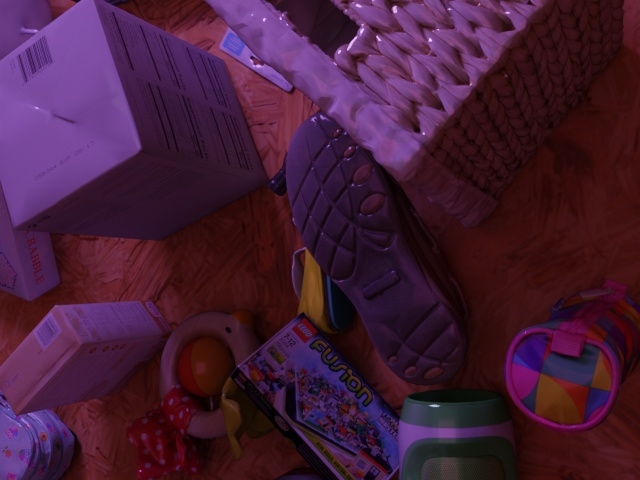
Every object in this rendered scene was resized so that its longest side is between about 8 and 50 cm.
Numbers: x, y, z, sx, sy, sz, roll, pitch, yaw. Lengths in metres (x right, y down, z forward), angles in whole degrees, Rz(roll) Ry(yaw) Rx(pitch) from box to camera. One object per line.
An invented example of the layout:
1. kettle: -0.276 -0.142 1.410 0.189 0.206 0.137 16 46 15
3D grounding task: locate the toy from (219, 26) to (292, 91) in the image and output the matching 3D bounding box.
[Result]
1. toy: -0.044 -0.332 0.960 0.137 0.056 0.237 36 103 24

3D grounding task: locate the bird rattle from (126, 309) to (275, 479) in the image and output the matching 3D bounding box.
1. bird rattle: -0.144 0.198 0.975 0.253 0.143 0.207 -21 67 37

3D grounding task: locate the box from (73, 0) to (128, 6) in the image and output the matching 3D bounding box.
1. box: -0.233 -0.488 1.048 0.307 0.076 0.242 -11 83 25

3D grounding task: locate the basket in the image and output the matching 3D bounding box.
1. basket: 0.100 -0.226 0.744 0.266 0.331 0.328 -48 70 10

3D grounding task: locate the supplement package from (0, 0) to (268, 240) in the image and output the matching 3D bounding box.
1. supplement package: -0.238 -0.132 0.930 0.199 0.263 0.198 -26 76 22

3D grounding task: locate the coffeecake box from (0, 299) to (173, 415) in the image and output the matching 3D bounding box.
1. coffeecake box: -0.310 0.152 0.995 0.142 0.185 0.068 -45 70 17

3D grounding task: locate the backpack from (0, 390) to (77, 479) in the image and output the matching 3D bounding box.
1. backpack: -0.457 0.298 1.101 0.182 0.115 0.152 24 96 22

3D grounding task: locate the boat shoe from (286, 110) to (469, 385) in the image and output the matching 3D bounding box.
1. boat shoe: 0.067 0.005 0.845 0.123 0.116 0.324 -27 87 26

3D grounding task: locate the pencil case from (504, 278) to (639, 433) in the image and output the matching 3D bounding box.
1. pencil case: 0.249 0.102 0.706 0.104 0.236 0.104 4 98 28

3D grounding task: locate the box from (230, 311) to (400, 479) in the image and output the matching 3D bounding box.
1. box: 0.007 0.194 0.859 0.207 0.114 0.036 46 144 7

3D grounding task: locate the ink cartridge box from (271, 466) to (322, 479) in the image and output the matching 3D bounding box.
1. ink cartridge box: -0.036 0.345 0.859 0.072 0.175 0.127 -7 84 25

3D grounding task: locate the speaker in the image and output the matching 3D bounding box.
1. speaker: 0.150 0.315 0.798 0.131 0.131 0.296 -4 86 26

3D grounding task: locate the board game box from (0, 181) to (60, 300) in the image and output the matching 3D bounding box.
1. board game box: -0.550 -0.096 1.112 0.318 0.066 0.318 15 124 26

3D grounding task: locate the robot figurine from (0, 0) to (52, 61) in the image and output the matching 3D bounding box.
1. robot figurine: -0.542 -0.374 1.124 0.353 0.200 0.300 49 124 20

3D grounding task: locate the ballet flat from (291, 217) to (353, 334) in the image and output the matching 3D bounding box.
1. ballet flat: 0.000 0.000 0.918 0.077 0.077 0.231 2 90 39

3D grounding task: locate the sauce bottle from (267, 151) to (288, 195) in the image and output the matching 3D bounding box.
1. sauce bottle: -0.018 -0.110 0.947 0.128 0.042 0.042 -49 69 19
